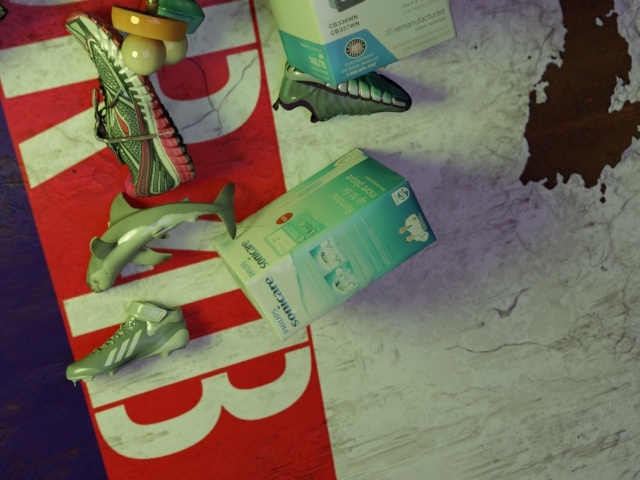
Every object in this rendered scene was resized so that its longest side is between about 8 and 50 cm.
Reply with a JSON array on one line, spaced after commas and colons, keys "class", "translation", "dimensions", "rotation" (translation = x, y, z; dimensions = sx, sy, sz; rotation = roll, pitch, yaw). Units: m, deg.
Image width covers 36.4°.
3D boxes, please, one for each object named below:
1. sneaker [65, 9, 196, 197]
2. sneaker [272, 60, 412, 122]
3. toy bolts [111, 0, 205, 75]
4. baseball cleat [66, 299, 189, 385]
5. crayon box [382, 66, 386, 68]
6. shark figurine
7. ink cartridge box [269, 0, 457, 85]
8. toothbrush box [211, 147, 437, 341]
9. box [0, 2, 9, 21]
[{"class": "sneaker", "translation": [-0.291, -0.195, 1.427], "dimensions": [0.112, 0.121, 0.299], "rotation": [-26, 114, -2]}, {"class": "sneaker", "translation": [0.035, -0.229, 1.579], "dimensions": [0.223, 0.083, 0.098], "rotation": [13, 124, -20]}, {"class": "toy bolts", "translation": [-0.256, -0.327, 1.362], "dimensions": [0.218, 0.228, 0.158], "rotation": [19, 106, 16]}, {"class": "baseball cleat", "translation": [-0.320, 0.157, 1.580], "dimensions": [0.205, 0.072, 0.109], "rotation": [-17, 100, -20]}, {"class": "crayon box", "translation": [0.014, -0.433, 1.480], "dimensions": [0.323, 0.083, 0.203], "rotation": [29, 96, -28]}, {"class": "shark figurine", "translation": [-0.266, -0.036, 1.509], "dimensions": [0.278, 0.116, 0.166], "rotation": [-28, 150, -2]}, {"class": "ink cartridge box", "translation": [0.033, -0.387, 1.345], "dimensions": [0.198, 0.197, 0.270], "rotation": [-24, 115, -12]}, {"class": "toothbrush box", "translation": [0.000, 0.000, 1.556], "dimensions": [0.295, 0.216, 0.126], "rotation": [-34, 117, -6]}, {"class": "box", "translation": [-0.615, -0.301, 1.257], "dimensions": [0.293, 0.073, 0.295], "rotation": [-43, 108, 2]}]
